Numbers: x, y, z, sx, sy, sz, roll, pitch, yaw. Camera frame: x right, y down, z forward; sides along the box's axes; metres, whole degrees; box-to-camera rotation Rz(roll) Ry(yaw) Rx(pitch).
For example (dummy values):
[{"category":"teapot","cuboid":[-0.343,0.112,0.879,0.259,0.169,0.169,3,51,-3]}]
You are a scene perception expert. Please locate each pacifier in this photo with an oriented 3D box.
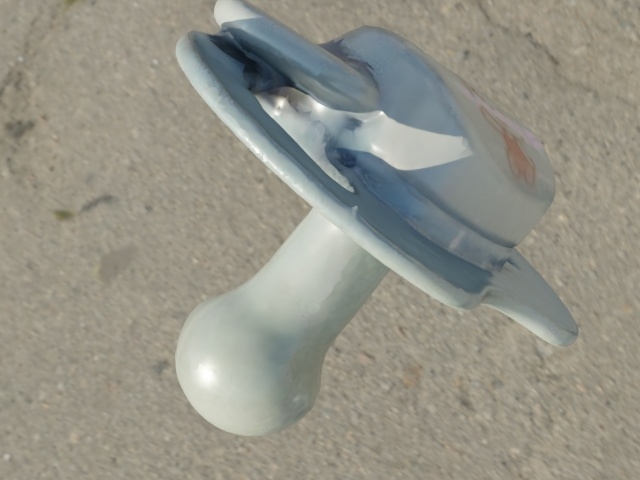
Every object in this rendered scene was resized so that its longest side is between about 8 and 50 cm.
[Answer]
[{"category":"pacifier","cuboid":[0.000,0.000,0.658,0.238,0.287,0.226,43,100,28]}]
